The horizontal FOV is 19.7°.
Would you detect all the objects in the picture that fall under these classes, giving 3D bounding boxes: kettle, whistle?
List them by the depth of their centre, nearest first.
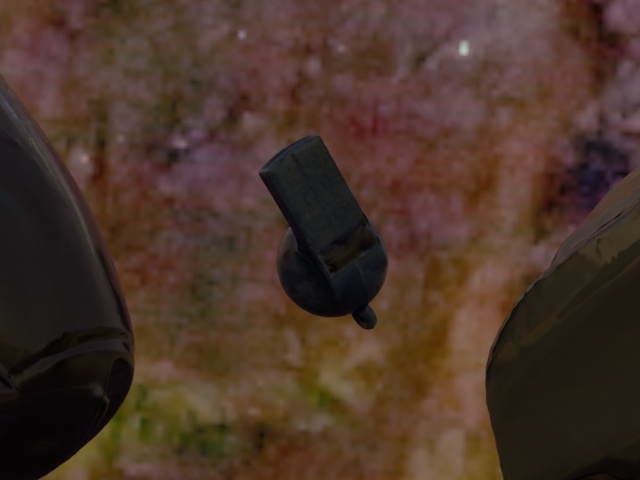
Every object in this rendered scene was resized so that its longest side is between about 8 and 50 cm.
[{"bbox_3d":[-0.262,0.009,1.108,0.324,0.228,0.321,48,13,21],"label":"kettle"},{"bbox_3d":[0.000,0.000,1.353,0.090,0.158,0.090,-28,14,8],"label":"whistle"}]

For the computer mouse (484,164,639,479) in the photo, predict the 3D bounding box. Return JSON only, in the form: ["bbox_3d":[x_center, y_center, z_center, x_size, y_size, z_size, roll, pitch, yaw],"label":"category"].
[{"bbox_3d":[0.259,0.011,0.822,0.429,0.228,0.145,-43,4,18],"label":"computer mouse"}]
